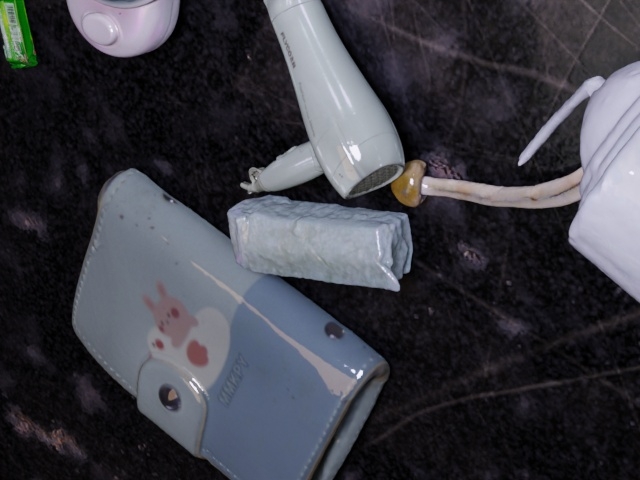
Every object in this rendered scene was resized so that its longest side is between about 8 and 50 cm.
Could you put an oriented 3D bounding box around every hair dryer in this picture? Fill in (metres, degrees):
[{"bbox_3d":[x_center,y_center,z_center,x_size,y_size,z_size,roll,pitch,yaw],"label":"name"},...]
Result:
[{"bbox_3d":[-0.029,-0.111,1.424,0.237,0.075,0.206,-40,72,55],"label":"hair dryer"}]

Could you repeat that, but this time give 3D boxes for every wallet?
[{"bbox_3d":[-0.115,0.113,1.598,0.360,0.083,0.252,37,126,19],"label":"wallet"}]

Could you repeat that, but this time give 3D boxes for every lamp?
[{"bbox_3d":[-0.194,-0.283,1.421,0.179,0.108,0.246,28,129,29],"label":"lamp"}]

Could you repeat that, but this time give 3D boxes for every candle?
[{"bbox_3d":[0.312,-0.018,1.086,0.342,0.221,0.221,42,133,14],"label":"candle"}]

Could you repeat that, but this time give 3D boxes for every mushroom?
[{"bbox_3d":[0.187,-0.063,1.291,0.306,0.043,0.068,-12,125,40],"label":"mushroom"}]

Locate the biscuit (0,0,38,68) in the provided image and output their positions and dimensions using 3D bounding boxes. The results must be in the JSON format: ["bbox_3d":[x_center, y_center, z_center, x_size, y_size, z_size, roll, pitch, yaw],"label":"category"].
[{"bbox_3d":[-0.323,-0.223,1.618,0.046,0.016,0.089,9,118,37],"label":"biscuit"}]

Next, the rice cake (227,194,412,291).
[{"bbox_3d":[-0.001,0.000,1.452,0.206,0.063,0.069,5,113,36],"label":"rice cake"}]
